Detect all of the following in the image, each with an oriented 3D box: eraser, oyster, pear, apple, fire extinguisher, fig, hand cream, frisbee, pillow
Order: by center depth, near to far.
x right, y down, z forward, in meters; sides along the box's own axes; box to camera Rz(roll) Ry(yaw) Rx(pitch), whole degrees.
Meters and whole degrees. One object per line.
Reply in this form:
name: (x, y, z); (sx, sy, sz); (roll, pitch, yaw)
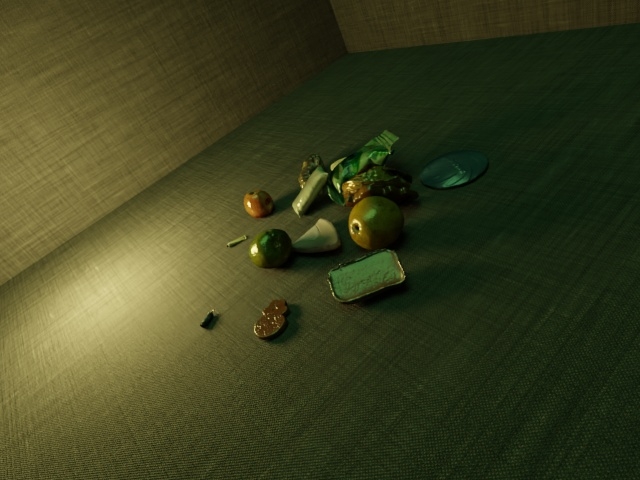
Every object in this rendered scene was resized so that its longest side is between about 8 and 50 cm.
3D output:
pear: (0.200, -0.061, 1.608); (0.209, 0.208, 0.208); (-18, 34, 13)
fire extinguisher: (-0.446, 0.308, 1.706); (0.038, 0.025, 0.083); (-29, 25, 42)
eraser: (0.000, 0.001, 1.787); (0.204, 0.059, 0.243); (-40, 32, -20)
fig: (-0.229, 0.035, 1.804); (0.234, 0.167, 0.167); (-4, 39, 34)
frisbee: (0.565, -0.320, 1.848); (0.290, 0.049, 0.289); (-18, 34, 13)
pillow: (-0.050, -0.239, 2.055); (0.254, 0.078, 0.144); (-55, 20, 18)
hand cream: (-0.409, 0.006, 2.097); (0.102, 0.022, 0.035); (-27, 33, -10)
apple: (-0.317, -0.190, 2.198); (0.147, 0.130, 0.146); (-19, 28, 11)
oyster: (-0.040, -0.351, 2.245); (0.167, 0.110, 0.341); (-11, 49, 32)

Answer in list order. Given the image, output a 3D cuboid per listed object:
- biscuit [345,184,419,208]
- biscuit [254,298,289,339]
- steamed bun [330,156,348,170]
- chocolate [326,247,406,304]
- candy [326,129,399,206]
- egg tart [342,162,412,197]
biscuit: (0.250, -0.166, 1.737); (0.302, 0.278, 0.043); (-6, 77, -1)
biscuit: (-0.168, 0.284, 1.548); (0.124, 0.026, 0.175); (-7, 39, 25)
steamed bun: (0.122, -0.363, 2.170); (0.130, 0.090, 0.112); (-30, 25, -4)
chocolate: (0.162, 0.134, 1.478); (0.262, 0.083, 0.160); (-20, 51, 11)
candy: (0.194, -0.349, 1.983); (0.397, 0.172, 0.262); (-48, 30, 12)
egg tart: (0.232, -0.242, 1.788); (0.298, 0.297, 0.132); (-8, 77, 26)
